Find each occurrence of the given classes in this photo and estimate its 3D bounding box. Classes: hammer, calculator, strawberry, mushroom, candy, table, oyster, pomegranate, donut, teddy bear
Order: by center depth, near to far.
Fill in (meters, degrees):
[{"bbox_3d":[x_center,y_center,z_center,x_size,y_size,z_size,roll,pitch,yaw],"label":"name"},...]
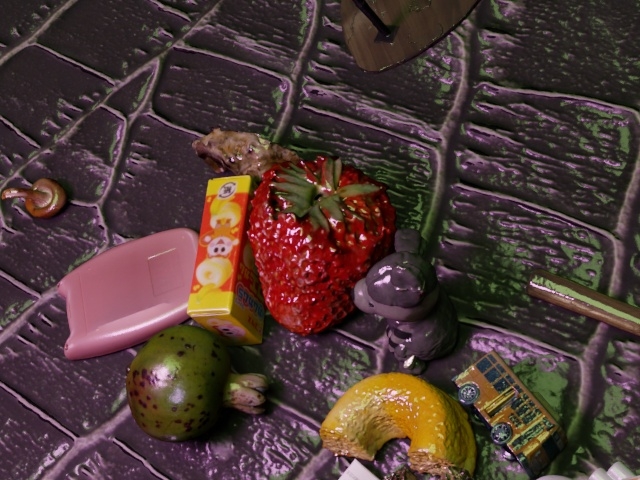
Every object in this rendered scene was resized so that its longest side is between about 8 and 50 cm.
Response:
[{"bbox_3d":[0.517,0.138,1.720,0.440,0.044,0.168,21,74,31],"label":"hammer"},{"bbox_3d":[0.127,0.279,1.785,0.259,0.101,0.152,4,60,30],"label":"donut"},{"bbox_3d":[0.131,0.080,1.817,0.144,0.251,0.171,-9,45,17],"label":"teddy bear"},{"bbox_3d":[-0.210,0.247,1.902,0.248,0.202,0.202,13,66,-1],"label":"pomegranate"},{"bbox_3d":[-0.004,0.001,1.935,0.261,0.258,0.261,3,43,-2],"label":"strawberry"},{"bbox_3d":[-0.152,0.036,2.006,0.088,0.146,0.276,-4,60,21],"label":"candy"},{"bbox_3d":[-0.127,-0.135,2.103,0.294,0.166,0.094,6,70,39],"label":"oyster"},{"bbox_3d":[-0.351,0.091,2.119,0.329,0.048,0.220,-22,55,8],"label":"calculator"},{"bbox_3d":[0.144,-0.537,2.130,0.317,0.249,0.317,-10,59,18],"label":"table"},{"bbox_3d":[-0.585,-0.088,2.297,0.129,0.073,0.088,4,76,-12],"label":"mushroom"}]

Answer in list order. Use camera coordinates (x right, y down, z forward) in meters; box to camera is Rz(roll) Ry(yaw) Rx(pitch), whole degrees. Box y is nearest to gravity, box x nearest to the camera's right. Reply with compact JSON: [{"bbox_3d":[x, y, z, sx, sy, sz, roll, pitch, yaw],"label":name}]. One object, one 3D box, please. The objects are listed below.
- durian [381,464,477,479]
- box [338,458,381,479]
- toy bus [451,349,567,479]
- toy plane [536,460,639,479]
[{"bbox_3d":[0.163,0.427,1.646,0.196,0.167,0.196,-6,77,27],"label":"durian"},{"bbox_3d":[0.039,0.431,1.766,0.084,0.040,0.154,36,82,31],"label":"box"},{"bbox_3d":[0.294,0.265,1.718,0.103,0.091,0.182,-38,53,-1],"label":"toy bus"},{"bbox_3d":[0.385,0.422,1.575,0.244,0.117,0.245,-10,61,19],"label":"toy plane"}]
